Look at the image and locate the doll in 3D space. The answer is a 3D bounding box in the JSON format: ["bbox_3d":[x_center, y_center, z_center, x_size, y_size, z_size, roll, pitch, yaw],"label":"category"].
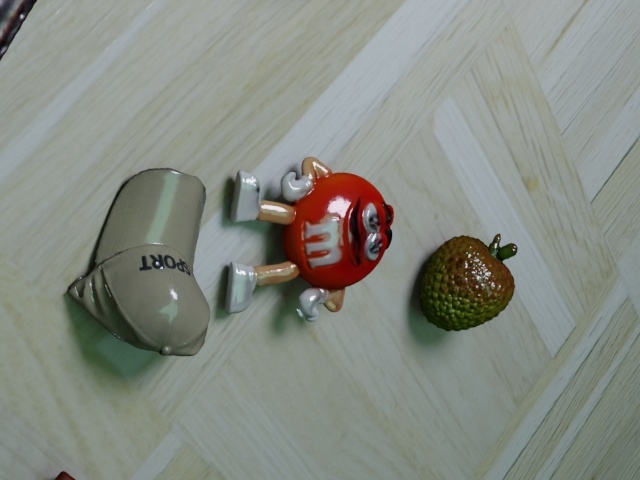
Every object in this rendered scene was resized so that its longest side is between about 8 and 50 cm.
[{"bbox_3d":[0.000,0.000,1.131,0.217,0.085,0.183,-4,105,-32],"label":"doll"}]

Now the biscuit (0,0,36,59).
[{"bbox_3d":[-0.331,-0.098,0.779,0.073,0.107,0.388,39,76,-44],"label":"biscuit"}]

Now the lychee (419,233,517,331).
[{"bbox_3d":[0.188,0.051,1.294,0.114,0.114,0.146,26,110,-44],"label":"lychee"}]

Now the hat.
[{"bbox_3d":[-0.151,0.019,0.995,0.147,0.085,0.175,11,96,-43],"label":"hat"}]

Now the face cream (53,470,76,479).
[{"bbox_3d":[-0.279,0.331,0.968,0.214,0.096,0.096,-51,131,-19],"label":"face cream"}]
